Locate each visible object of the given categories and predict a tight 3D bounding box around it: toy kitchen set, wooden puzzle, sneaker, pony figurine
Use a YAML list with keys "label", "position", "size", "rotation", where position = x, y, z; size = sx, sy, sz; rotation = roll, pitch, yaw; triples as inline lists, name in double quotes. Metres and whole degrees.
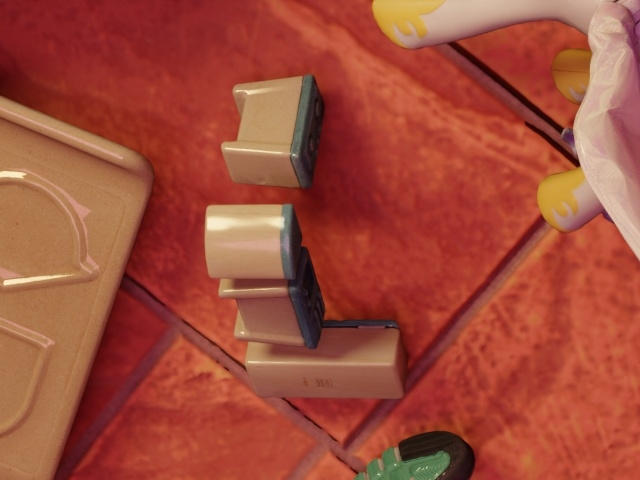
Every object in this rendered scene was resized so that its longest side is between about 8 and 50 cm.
- label: "toy kitchen set"
  position: [0.000, 0.000, 1.398]
  size: [0.122, 0.166, 0.207]
  rotation: [0, 144, 12]
- label: "wooden puzzle"
  position: [-0.319, 0.016, 1.465]
  size: [0.322, 0.080, 0.347]
  rotation: [23, 115, 4]
- label: "sneaker"
  position: [0.058, 0.243, 1.467]
  size: [0.098, 0.083, 0.224]
  rotation: [37, 115, -26]
- label: "pony figurine"
  position: [0.215, -0.122, 1.154]
  size: [0.303, 0.363, 0.351]
  rotation: [-40, 91, -21]
